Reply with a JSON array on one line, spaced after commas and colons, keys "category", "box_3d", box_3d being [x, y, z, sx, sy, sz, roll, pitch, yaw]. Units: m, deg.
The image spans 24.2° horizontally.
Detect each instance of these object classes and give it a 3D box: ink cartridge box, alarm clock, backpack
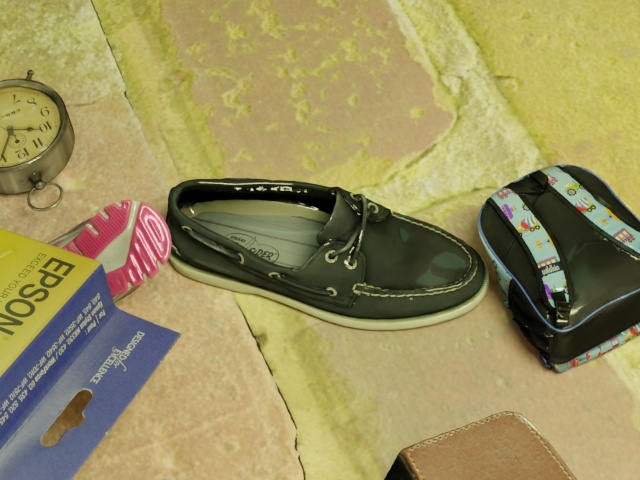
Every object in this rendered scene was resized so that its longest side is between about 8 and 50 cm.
[{"category": "ink cartridge box", "box_3d": [-0.325, 0.101, 1.318, 0.307, 0.072, 0.303, 16, 38, 15]}, {"category": "alarm clock", "box_3d": [-0.328, -0.098, 1.630, 0.129, 0.064, 0.192, -25, 54, -12]}, {"category": "backpack", "box_3d": [0.238, 0.019, 1.454, 0.158, 0.117, 0.173, -28, 57, -13]}]

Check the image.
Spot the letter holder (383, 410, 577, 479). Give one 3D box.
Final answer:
[{"category": "letter holder", "box_3d": [0.204, 0.294, 1.203, 0.214, 0.152, 0.302, -17, 61, -26]}]

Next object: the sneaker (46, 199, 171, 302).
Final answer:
[{"category": "sneaker", "box_3d": [-0.252, 0.044, 1.509, 0.252, 0.111, 0.103, -27, 92, 8]}]

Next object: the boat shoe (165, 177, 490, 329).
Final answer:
[{"category": "boat shoe", "box_3d": [0.001, -0.003, 1.497, 0.340, 0.113, 0.127, 14, 57, 15]}]
